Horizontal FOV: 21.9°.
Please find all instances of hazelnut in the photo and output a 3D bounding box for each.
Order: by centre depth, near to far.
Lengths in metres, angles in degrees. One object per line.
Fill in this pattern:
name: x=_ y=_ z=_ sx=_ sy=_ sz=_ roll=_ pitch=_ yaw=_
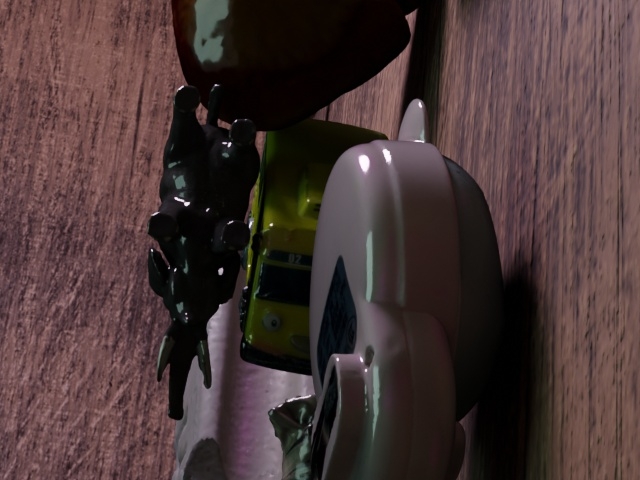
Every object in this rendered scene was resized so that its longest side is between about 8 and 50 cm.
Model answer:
hazelnut: x=-0.022 y=-0.210 z=1.434 sx=0.251 sy=0.217 sz=0.217 roll=-59 pitch=2 yaw=-11

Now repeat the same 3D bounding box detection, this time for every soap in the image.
soap: x=-0.071 y=0.186 z=1.740 sx=0.258 sy=0.159 sz=0.302 roll=104 pitch=174 yaw=-58

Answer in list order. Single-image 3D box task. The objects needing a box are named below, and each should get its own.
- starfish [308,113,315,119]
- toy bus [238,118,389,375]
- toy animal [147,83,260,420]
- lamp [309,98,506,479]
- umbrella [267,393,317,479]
starfish: x=-0.042 y=-0.027 z=2.141 sx=0.432 sy=0.082 sz=0.324 roll=-93 pitch=9 yaw=-73
toy bus: x=0.000 y=0.000 z=1.412 sx=0.262 sy=0.128 sz=0.150 roll=-92 pitch=12 yaw=-65
toy animal: x=-0.098 y=0.004 z=1.330 sx=0.137 sy=0.082 sz=0.269 roll=107 pitch=170 yaw=-76
lamp: x=0.051 y=0.048 z=0.934 sx=0.246 sy=0.108 sz=0.179 roll=-90 pitch=6 yaw=-46
umbrella: x=0.019 y=0.274 z=1.098 sx=0.113 sy=0.106 sz=0.357 roll=78 pitch=-168 yaw=-79
